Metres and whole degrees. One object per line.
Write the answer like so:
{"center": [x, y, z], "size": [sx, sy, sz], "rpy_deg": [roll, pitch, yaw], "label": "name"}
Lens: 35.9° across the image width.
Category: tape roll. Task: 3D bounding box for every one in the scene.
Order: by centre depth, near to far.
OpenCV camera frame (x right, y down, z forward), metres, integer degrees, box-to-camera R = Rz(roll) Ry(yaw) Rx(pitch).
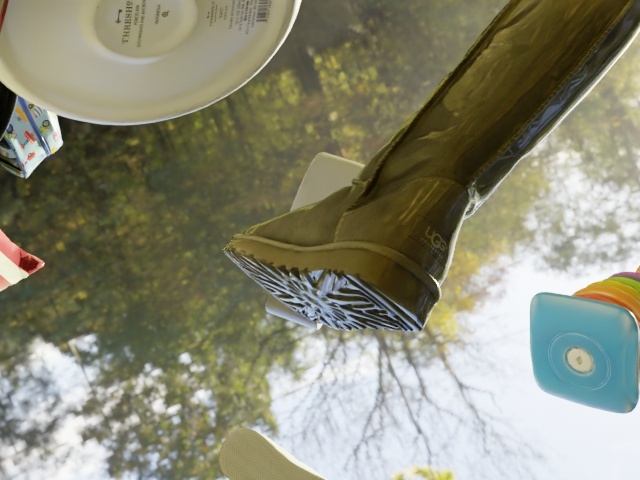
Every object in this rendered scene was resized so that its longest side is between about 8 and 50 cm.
{"center": [0.000, 0.000, 1.259], "size": [0.072, 0.219, 0.219], "rpy_deg": [20, -164, 5], "label": "tape roll"}

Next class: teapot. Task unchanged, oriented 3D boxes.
{"center": [-0.140, -0.221, 0.690], "size": [0.256, 0.187, 0.252], "rpy_deg": [-31, 147, 21], "label": "teapot"}

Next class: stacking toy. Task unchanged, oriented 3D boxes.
{"center": [0.449, 0.109, 1.471], "size": [0.166, 0.175, 0.302], "rpy_deg": [11, -150, 37], "label": "stacking toy"}

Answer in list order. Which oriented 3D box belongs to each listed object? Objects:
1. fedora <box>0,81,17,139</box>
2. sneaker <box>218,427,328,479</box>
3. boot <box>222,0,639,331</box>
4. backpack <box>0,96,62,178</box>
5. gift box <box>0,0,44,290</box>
{"center": [-0.399, -0.108, 0.831], "size": [0.334, 0.152, 0.334], "rpy_deg": [-19, 144, -14], "label": "fedora"}
{"center": [0.000, 0.375, 1.343], "size": [0.108, 0.169, 0.292], "rpy_deg": [-48, -130, -4], "label": "sneaker"}
{"center": [0.055, -0.051, 0.529], "size": [0.189, 0.076, 0.208], "rpy_deg": [6, -121, 55], "label": "boot"}
{"center": [-0.356, -0.168, 1.142], "size": [0.117, 0.173, 0.158], "rpy_deg": [-29, 163, -16], "label": "backpack"}
{"center": [-0.293, -0.044, 0.492], "size": [0.276, 0.255, 0.258], "rpy_deg": [17, 145, -33], "label": "gift box"}
